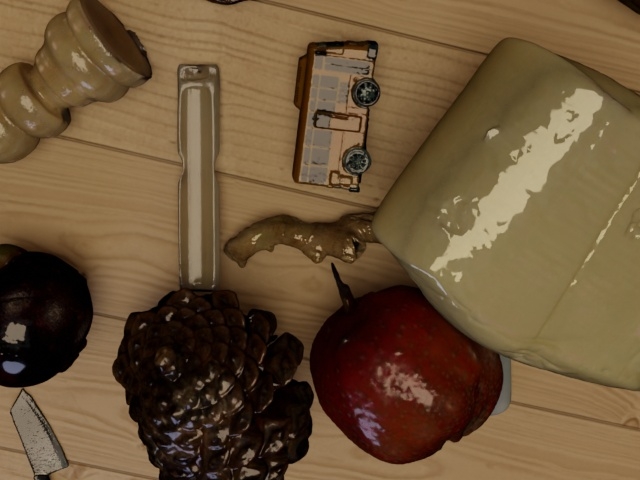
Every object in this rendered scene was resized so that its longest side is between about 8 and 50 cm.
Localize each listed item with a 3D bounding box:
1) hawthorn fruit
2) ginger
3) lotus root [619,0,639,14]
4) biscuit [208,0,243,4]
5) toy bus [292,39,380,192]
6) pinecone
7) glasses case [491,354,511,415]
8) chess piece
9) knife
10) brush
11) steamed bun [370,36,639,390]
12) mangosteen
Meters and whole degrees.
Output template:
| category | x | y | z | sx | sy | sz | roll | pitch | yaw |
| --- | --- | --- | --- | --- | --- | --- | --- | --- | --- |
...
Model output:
| category | x | y | z | sx | sy | sz | roll | pitch | yaw |
| --- | --- | --- | --- | --- | --- | --- | --- | --- | --- |
| hawthorn fruit | 0.103 | 0.154 | 1.319 | 0.254 | 0.254 | 0.300 | -29 | 88 | 6 |
| ginger | 0.000 | 0.000 | 1.353 | 0.288 | 0.075 | 0.089 | -7 | 64 | 2 |
| lotus root | 0.422 | -0.395 | 1.206 | 0.291 | 0.193 | 0.193 | 30 | 102 | -9 |
| biscuit | -0.126 | -0.422 | 1.255 | 0.212 | 0.036 | 0.212 | 0 | 104 | -1 |
| toy bus | 0.019 | -0.177 | 1.294 | 0.114 | 0.098 | 0.201 | 6 | 106 | -3 |
| pinecone | -0.136 | 0.222 | 1.311 | 0.242 | 0.298 | 0.296 | -38 | 136 | -31 |
| glasses case | 0.251 | 0.179 | 1.420 | 0.067 | 0.045 | 0.179 | -5 | 104 | -1 |
| chess piece | -0.366 | -0.198 | 1.265 | 0.261 | 0.143 | 0.143 | -36 | 103 | 13 |
| knife | -0.427 | 0.335 | 1.458 | 0.060 | 0.028 | 0.231 | -18 | 102 | -9 |
| brush | -0.171 | -0.088 | 1.342 | 0.060 | 0.050 | 0.321 | 1 | 97 | 1 |
| steamed bun | 0.316 | -0.025 | 1.243 | 0.455 | 0.290 | 0.371 | 32 | 104 | -19 |
| mangosteen | -0.417 | 0.103 | 1.304 | 0.209 | 0.210 | 0.210 | 0 | 105 | -1 |
